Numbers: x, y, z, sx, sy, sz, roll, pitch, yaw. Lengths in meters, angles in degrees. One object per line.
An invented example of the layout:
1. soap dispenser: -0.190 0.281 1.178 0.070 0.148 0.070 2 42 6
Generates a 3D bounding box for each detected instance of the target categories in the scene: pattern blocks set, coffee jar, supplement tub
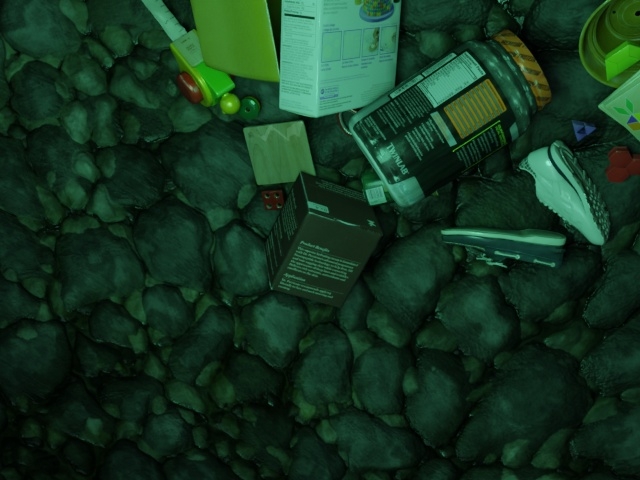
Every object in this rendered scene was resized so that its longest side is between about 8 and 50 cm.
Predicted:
1. pattern blocks set: 0.618 -0.255 1.445 0.325 0.026 0.285 -28 123 33
2. coffee jar: 0.182 -0.127 1.632 0.184 0.096 0.079 -9 114 17
3. supplement tub: 0.238 -0.228 1.480 0.338 0.207 0.207 -33 103 4

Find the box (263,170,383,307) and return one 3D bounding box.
1. box: 0.000 0.000 1.668 0.168 0.167 0.203 18 119 -20

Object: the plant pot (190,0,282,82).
1. plant pot: -0.123 -0.422 1.525 0.187 0.212 0.212 1 114 28

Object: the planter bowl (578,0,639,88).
1. planter bowl: 0.566 -0.380 1.410 0.217 0.090 0.217 5 140 4

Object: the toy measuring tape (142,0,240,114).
1. toy measuring tape: -0.273 -0.380 1.640 0.121 0.121 0.330 -44 79 26

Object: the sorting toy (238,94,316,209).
1. sorting toy: -0.080 -0.184 1.694 0.132 0.046 0.274 -5 118 16

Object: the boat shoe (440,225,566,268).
1. boat shoe: 0.375 0.014 1.652 0.254 0.095 0.079 4 103 2

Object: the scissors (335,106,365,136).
1. scissors: -0.004 -0.324 1.635 0.297 0.021 0.109 36 118 -2

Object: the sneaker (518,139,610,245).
1. sneaker: 0.492 -0.086 1.590 0.095 0.090 0.235 -28 101 36

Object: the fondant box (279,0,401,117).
1. fondant box: 0.041 -0.407 1.447 0.096 0.238 0.330 20 117 36
